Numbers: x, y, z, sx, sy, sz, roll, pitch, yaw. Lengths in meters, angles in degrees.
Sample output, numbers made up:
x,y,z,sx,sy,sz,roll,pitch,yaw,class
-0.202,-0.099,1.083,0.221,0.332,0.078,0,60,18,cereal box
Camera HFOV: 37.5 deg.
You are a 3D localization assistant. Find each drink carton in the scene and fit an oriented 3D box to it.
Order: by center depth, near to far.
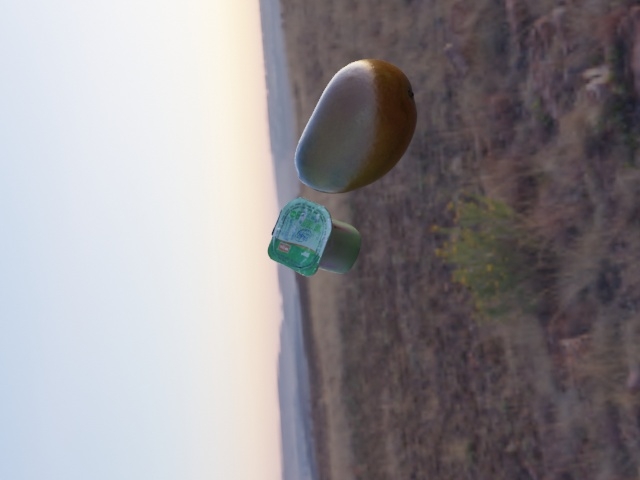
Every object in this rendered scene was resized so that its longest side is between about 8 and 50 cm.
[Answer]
x,y,z,sx,sy,sz,roll,pitch,yaw,class
0.000,0.000,1.962,0.146,0.142,0.144,25,96,40,drink carton

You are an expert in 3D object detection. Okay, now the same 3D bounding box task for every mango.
x,y,z,sx,sy,sz,roll,pitch,yaw,class
0.068,-0.189,1.638,0.254,0.176,0.139,-62,-23,12,mango
